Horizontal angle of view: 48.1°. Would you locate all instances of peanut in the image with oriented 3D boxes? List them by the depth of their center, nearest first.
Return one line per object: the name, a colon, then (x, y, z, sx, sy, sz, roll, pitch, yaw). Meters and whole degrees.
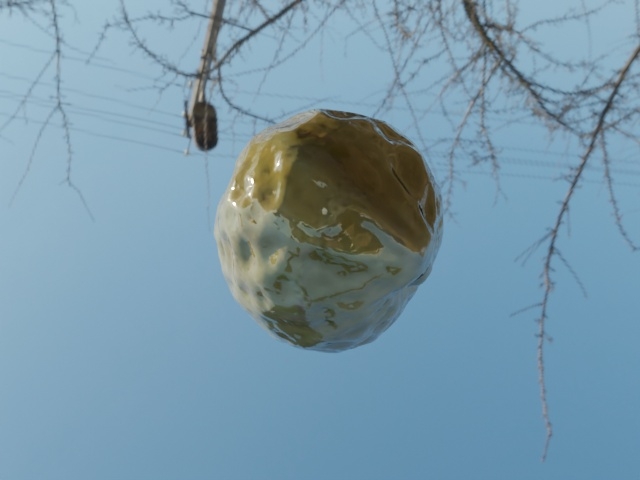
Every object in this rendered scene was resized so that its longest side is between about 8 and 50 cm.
peanut: (0.000, 0.000, 0.484, 0.152, 0.313, 0.152, 0, -94, -3)
